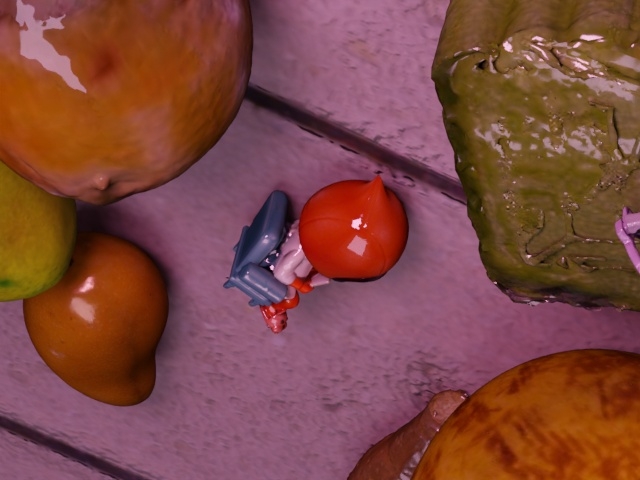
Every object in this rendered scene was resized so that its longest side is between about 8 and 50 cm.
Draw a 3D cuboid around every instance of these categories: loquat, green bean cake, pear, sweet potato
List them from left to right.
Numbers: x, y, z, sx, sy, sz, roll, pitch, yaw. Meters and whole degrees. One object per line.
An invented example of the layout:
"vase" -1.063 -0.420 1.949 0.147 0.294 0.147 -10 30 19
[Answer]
"loquat" -0.133 -0.125 1.055 0.179 0.179 0.227 -2 138 25
"sweet potato" 0.065 0.210 1.470 0.112 0.085 0.286 -10 134 -18
"pear" 0.173 0.207 1.263 0.280 0.281 0.281 11 142 9
"green bean cake" 0.171 -0.060 1.058 0.200 0.113 0.214 5 139 18

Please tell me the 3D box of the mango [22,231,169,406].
"mango" -0.156 0.056 1.363 0.102 0.085 0.184 9 152 6

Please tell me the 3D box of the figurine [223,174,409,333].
"figurine" 0.000 0.000 1.244 0.075 0.068 0.140 41 131 -22

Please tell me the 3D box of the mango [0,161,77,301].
"mango" -0.259 -0.073 1.165 0.149 0.185 0.273 -29 144 17

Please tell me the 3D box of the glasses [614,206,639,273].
"glasses" 0.233 0.005 0.997 0.140 0.062 0.104 36 118 -23
